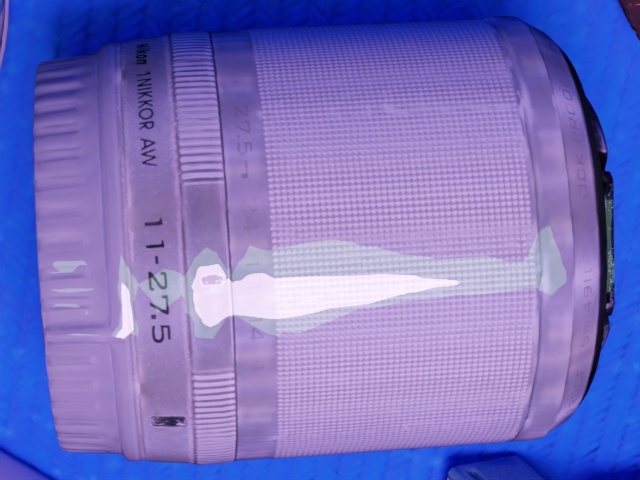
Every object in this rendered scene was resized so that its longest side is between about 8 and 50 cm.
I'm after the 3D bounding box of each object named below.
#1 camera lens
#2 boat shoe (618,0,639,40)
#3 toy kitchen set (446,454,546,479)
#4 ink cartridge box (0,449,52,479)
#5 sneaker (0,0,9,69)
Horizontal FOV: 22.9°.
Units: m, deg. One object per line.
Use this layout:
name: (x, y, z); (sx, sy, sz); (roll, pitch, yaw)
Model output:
camera lens: (0.000, 0.000, 0.811); (0.274, 0.219, 0.219); (-3, 112, -5)
boat shoe: (0.256, -0.173, 0.856); (0.207, 0.073, 0.073); (-24, 115, 11)
toy kitchen set: (0.198, 0.114, 0.959); (0.207, 0.122, 0.166); (-6, 114, -27)
ink cartridge box: (-0.313, 0.174, 0.806); (0.395, 0.285, 0.166); (35, 105, -18)
sneaker: (-0.198, -0.135, 0.738); (0.127, 0.208, 0.319); (11, 111, -13)
